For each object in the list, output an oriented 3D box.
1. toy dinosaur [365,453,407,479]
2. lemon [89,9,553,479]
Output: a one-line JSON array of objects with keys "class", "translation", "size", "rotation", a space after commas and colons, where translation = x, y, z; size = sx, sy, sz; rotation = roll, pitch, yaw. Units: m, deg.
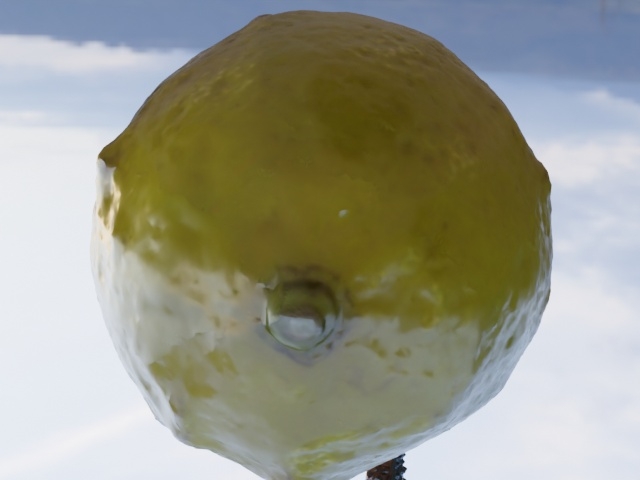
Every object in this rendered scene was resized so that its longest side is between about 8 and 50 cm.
[{"class": "toy dinosaur", "translation": [0.056, 0.226, 1.620], "size": [0.055, 0.154, 0.049], "rotation": [39, -172, 8]}, {"class": "lemon", "translation": [0.000, 0.000, 0.852], "size": [0.234, 0.233, 0.288], "rotation": [1, -166, -2]}]
